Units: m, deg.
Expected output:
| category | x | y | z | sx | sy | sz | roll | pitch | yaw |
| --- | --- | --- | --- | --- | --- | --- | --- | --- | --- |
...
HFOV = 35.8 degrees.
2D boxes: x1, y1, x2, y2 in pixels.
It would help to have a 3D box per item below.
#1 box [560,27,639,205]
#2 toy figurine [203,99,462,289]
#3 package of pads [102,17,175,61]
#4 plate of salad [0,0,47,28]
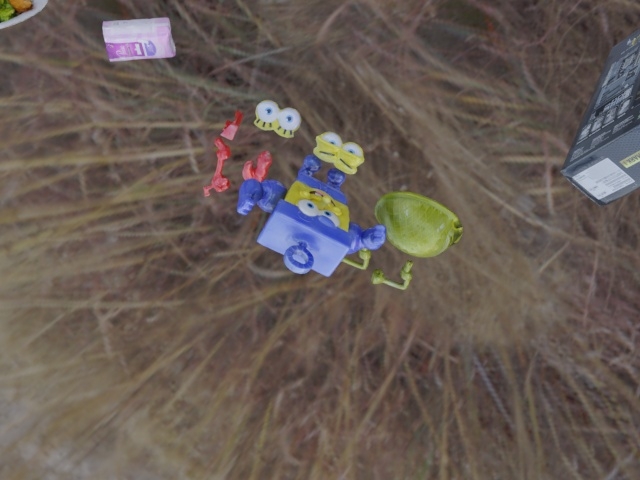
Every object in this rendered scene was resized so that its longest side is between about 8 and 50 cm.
| category | x | y | z | sx | sy | sz | roll | pitch | yaw |
| --- | --- | --- | --- | --- | --- | --- | --- | --- | --- |
| box | 0.324 | -0.148 | 0.844 | 0.059 | 0.183 | 0.232 | 37 | 146 | -13 |
| toy figurine | 0.000 | 0.000 | 1.304 | 0.362 | 0.217 | 0.191 | 29 | 124 | -10 |
| package of pads | -0.220 | -0.244 | 1.201 | 0.083 | 0.032 | 0.050 | -4 | 152 | -2 |
| plate of salad | -0.367 | -0.240 | 0.960 | 0.199 | 0.200 | 0.048 | 17 | 126 | 21 |
